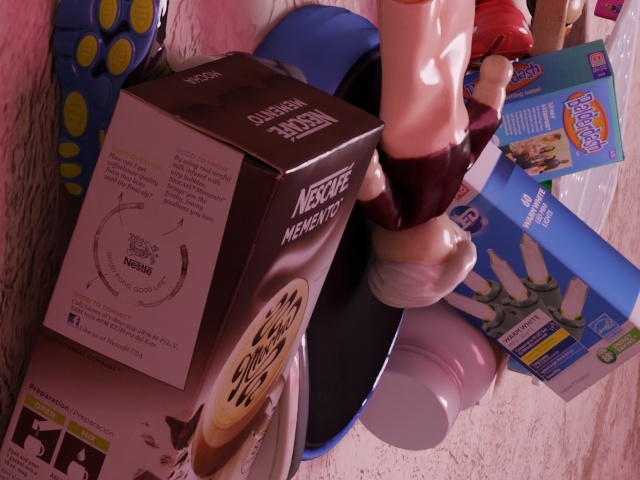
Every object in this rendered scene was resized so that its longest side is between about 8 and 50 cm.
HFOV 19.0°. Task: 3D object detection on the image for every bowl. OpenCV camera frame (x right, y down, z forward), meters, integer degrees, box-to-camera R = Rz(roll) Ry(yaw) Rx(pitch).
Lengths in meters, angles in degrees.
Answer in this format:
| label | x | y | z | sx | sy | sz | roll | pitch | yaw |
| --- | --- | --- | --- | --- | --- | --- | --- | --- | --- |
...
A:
| label | x | y | z | sx | sy | sz | roll | pitch | yaw |
| --- | --- | --- | --- | --- | --- | --- | --- | --- | --- |
| bowl | 0.000 | 0.000 | 1.602 | 0.391 | 0.077 | 0.391 | 12 | 90 | -70 |

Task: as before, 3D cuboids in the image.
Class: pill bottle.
| label | x | y | z | sx | sy | sz | roll | pitch | yaw |
| --- | --- | --- | --- | --- | --- | --- | --- | --- | --- |
| pill bottle | 0.121 | 0.098 | 1.909 | 0.229 | 0.131 | 0.131 | -56 | 151 | -45 |

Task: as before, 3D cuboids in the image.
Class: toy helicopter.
| label | x | y | z | sx | sy | sz | roll | pitch | yaw |
| --- | --- | --- | --- | --- | --- | --- | --- | --- | --- |
| toy helicopter | 0.255 | -0.228 | 2.092 | 0.355 | 0.140 | 0.235 | 78 | 22 | -74 |

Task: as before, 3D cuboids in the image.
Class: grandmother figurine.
| label | x | y | z | sx | sy | sz | roll | pitch | yaw |
| --- | --- | --- | --- | --- | --- | --- | --- | --- | --- |
| grandmother figurine | 0.082 | -0.091 | 1.527 | 0.208 | 0.104 | 0.342 | -25 | 134 | -32 |

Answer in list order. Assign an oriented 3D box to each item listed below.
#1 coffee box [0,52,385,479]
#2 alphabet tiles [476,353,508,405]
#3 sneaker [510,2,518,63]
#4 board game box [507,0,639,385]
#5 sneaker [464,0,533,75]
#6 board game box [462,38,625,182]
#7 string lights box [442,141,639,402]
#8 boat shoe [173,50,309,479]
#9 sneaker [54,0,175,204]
| label | x | y | z | sx | sy | sz | roll | pitch | yaw |
| --- | --- | --- | --- | --- | --- | --- | --- | --- | --- |
| coffee box | -0.086 | 0.044 | 1.225 | 0.168 | 0.119 | 0.297 | -29 | 144 | -62 |
| alphabet tiles | 0.213 | 0.061 | 2.304 | 0.278 | 0.021 | 0.284 | 13 | 90 | -70 |
| sneaker | 0.191 | -0.114 | 1.992 | 0.105 | 0.115 | 0.281 | -40 | 139 | -59 |
| board game box | 0.320 | -0.079 | 2.408 | 0.390 | 0.050 | 0.390 | 89 | 22 | -45 |
| sneaker | 0.144 | -0.228 | 1.814 | 0.221 | 0.087 | 0.128 | 144 | -62 | -82 |
| board game box | 0.184 | -0.108 | 1.852 | 0.160 | 0.210 | 0.047 | 68 | 9 | -59 |
| string lights box | 0.189 | 0.024 | 1.820 | 0.133 | 0.260 | 0.076 | -43 | -169 | 42 |
| boat shoe | -0.038 | 0.023 | 1.367 | 0.099 | 0.116 | 0.319 | -12 | 99 | -47 |
| sneaker | -0.126 | -0.109 | 1.212 | 0.078 | 0.067 | 0.188 | -50 | 153 | -55 |
